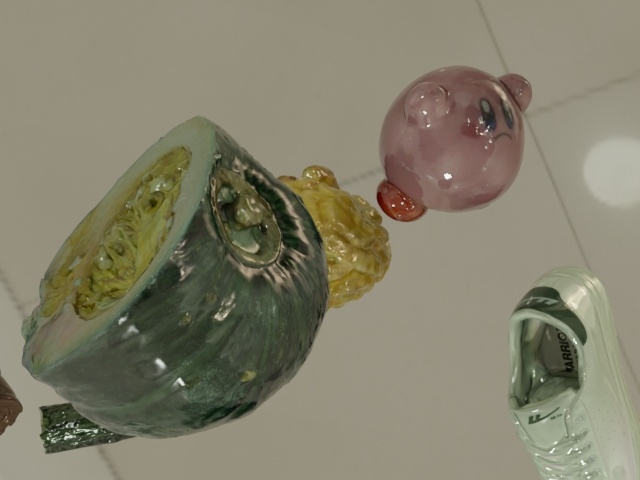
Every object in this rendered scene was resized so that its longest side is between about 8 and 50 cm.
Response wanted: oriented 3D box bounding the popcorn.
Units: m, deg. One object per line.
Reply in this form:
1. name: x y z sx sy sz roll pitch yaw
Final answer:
1. popcorn: 0.000 0.000 1.814 0.170 0.180 0.180 15 126 49

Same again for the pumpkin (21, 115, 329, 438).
1. pumpkin: -0.112 0.056 1.396 0.263 0.293 0.197 -37 113 25

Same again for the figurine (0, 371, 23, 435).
1. figurine: -0.457 0.077 1.747 0.186 0.382 0.261 -33 141 -4

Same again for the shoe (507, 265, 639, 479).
1. shoe: 0.292 0.221 1.884 0.131 0.160 0.363 -3 100 32

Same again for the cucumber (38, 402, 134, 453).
1. cucumber: -0.211 0.188 1.708 0.187 0.058 0.058 -12 113 2

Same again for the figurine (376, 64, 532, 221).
1. figurine: 0.150 -0.113 1.777 0.173 0.173 0.173 3 115 6
